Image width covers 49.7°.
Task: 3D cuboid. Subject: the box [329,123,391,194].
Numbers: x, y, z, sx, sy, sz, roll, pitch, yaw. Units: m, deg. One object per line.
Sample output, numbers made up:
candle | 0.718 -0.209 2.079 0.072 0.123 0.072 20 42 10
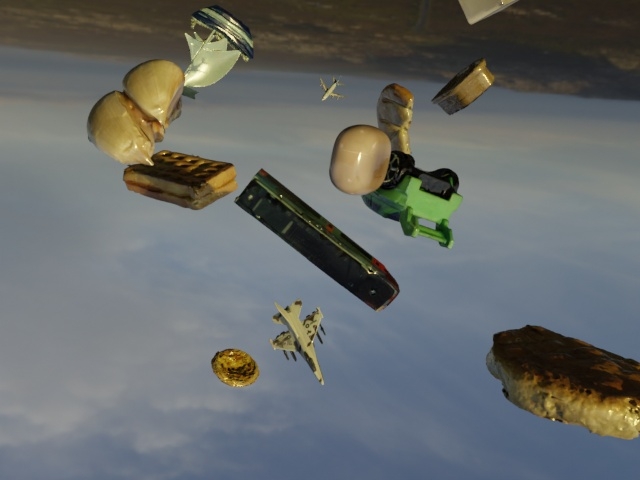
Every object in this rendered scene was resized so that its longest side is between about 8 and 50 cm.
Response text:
box | 0.083 -0.165 1.420 0.088 0.146 0.200 17 -168 19

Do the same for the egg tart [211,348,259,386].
egg tart | -0.216 0.327 1.732 0.128 0.049 0.129 19 -150 -11

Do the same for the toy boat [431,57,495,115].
toy boat | 0.351 -0.369 1.651 0.061 0.116 0.188 46 167 -7

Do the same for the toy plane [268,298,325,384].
toy plane | -0.043 0.249 1.707 0.160 0.234 0.082 -35 167 13

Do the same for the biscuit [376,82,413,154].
biscuit | 0.224 -0.371 2.102 0.045 0.299 0.154 -33 -120 -16

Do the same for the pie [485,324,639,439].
pie | 0.440 0.236 1.179 0.339 0.083 0.339 12 -168 -3

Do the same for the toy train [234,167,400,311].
toy train | 0.000 0.000 1.531 0.409 0.086 0.089 38 -159 -7

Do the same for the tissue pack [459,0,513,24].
tissue pack | 0.560 -0.823 2.229 0.246 0.159 0.136 -34 -170 -40

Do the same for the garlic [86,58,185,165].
garlic | -0.474 -0.332 1.833 0.286 0.249 0.313 -21 -166 7

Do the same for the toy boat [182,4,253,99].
toy boat | -0.345 -0.581 2.091 0.291 0.210 0.070 -35 -157 -6

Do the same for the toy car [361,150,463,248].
toy car | 0.191 -0.129 1.697 0.213 0.176 0.358 14 -168 -39

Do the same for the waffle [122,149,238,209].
waffle | -0.459 -0.204 2.268 0.327 0.098 0.224 14 -148 29

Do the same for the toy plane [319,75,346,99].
toy plane | 0.023 -0.345 1.582 0.078 0.084 0.024 37 153 -4
